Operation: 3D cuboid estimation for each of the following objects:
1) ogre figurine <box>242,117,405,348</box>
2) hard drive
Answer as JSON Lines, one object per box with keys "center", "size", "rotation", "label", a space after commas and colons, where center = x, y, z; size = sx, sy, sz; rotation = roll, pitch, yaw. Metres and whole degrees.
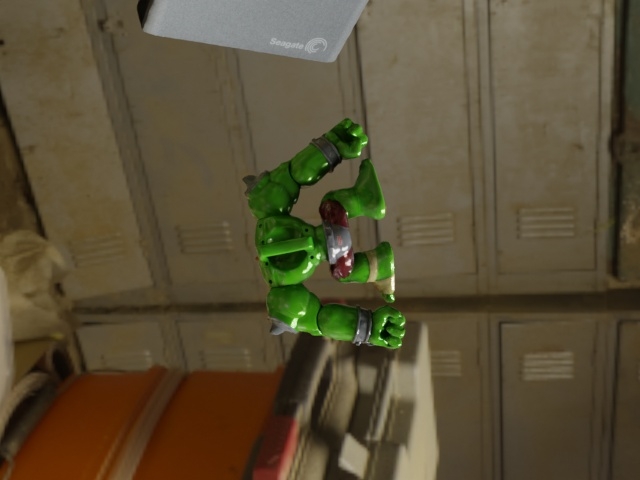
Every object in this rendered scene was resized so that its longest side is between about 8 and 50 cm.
{"center": [0.000, 0.000, 0.752], "size": [0.097, 0.118, 0.197], "rotation": [-132, -147, -73], "label": "ogre figurine"}
{"center": [-0.009, -0.133, 0.343], "size": [0.135, 0.094, 0.022], "rotation": [-56, -138, 43], "label": "hard drive"}
